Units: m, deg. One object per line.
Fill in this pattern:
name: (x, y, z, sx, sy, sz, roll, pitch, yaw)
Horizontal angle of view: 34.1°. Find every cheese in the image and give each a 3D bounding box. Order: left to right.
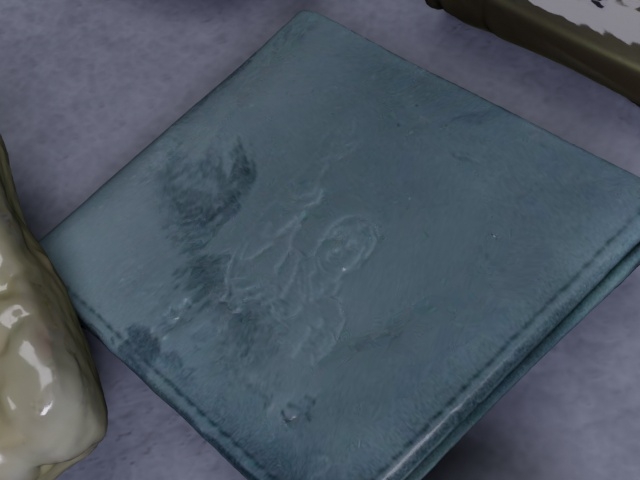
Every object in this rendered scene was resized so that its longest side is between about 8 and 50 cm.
cheese: (-0.222, 0.027, 0.557, 0.159, 0.093, 0.263, -29, 71, 1)

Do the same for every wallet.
wallet: (0.000, 0.001, 0.571, 0.251, 0.054, 0.290, -42, 51, -16)

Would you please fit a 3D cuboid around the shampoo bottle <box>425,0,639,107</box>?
shampoo bottle: (0.230, -0.119, 0.609, 0.350, 0.084, 0.125, 21, 63, 21)
